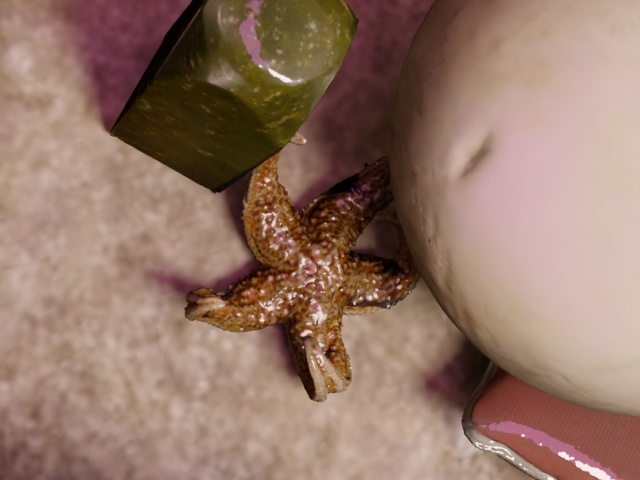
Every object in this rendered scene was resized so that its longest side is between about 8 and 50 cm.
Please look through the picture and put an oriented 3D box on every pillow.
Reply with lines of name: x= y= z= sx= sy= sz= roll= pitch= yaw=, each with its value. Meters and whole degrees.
pillow: x=0.190 y=0.114 z=0.830 sx=0.179 sy=0.075 sz=0.171 roll=34 pitch=54 yaw=0

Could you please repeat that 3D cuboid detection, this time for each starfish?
starfish: x=0.001 y=-0.001 z=0.793 sx=0.146 sy=0.074 sz=0.190 roll=42 pitch=73 yaw=-18

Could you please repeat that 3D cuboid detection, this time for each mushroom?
mushroom: x=0.198 y=-0.080 z=0.715 sx=0.315 sy=0.315 sz=0.356 roll=5 pitch=76 yaw=-16

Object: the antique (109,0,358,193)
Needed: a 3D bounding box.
antique: x=-0.053 y=-0.093 z=0.717 sx=0.081 sy=0.221 sz=0.080 roll=28 pitch=77 yaw=-12
